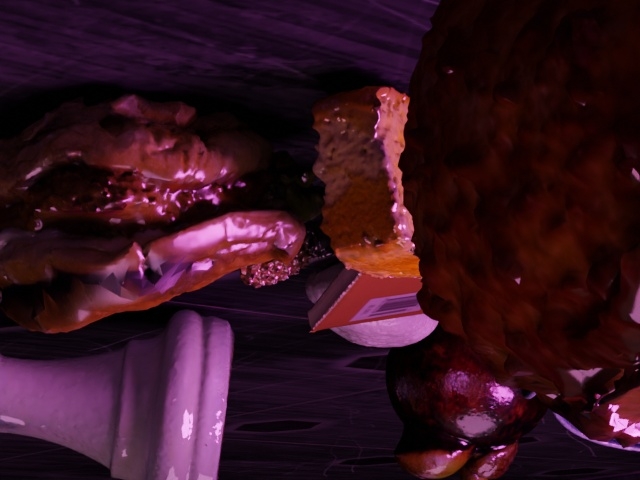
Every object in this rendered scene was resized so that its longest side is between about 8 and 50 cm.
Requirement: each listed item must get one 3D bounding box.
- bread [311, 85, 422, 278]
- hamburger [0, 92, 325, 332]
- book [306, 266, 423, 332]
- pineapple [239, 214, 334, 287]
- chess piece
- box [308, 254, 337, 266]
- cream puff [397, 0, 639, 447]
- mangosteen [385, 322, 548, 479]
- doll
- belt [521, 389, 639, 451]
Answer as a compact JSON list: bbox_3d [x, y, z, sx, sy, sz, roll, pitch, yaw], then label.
[{"bbox_3d":[0.046,-0.031,1.127,0.065,0.103,0.187,-5,172,18],"label":"bread"},{"bbox_3d":[-0.113,-0.007,1.146,0.183,0.130,0.206,-11,168,39],"label":"hamburger"},{"bbox_3d":[0.193,0.004,1.375,0.373,0.028,0.262,-8,165,-14],"label":"book"},{"bbox_3d":[0.000,0.000,1.372,0.124,0.058,0.058,-9,167,2],"label":"pineapple"},{"bbox_3d":[-0.235,0.146,1.711,0.299,0.195,0.194,7,167,-4],"label":"chess piece"},{"bbox_3d":[-0.027,0.011,1.499,0.083,0.012,0.046,0,168,-23],"label":"box"},{"bbox_3d":[0.183,-0.063,0.729,0.350,0.229,0.350,-19,159,-8],"label":"cream puff"},{"bbox_3d":[0.137,0.142,1.746,0.172,0.184,0.172,15,158,6],"label":"mangosteen"},{"bbox_3d":[0.046,0.053,1.565,0.103,0.072,0.214,-8,168,12],"label":"doll"},{"bbox_3d":[0.302,0.101,1.623,0.267,0.116,0.206,-14,139,21],"label":"belt"}]
